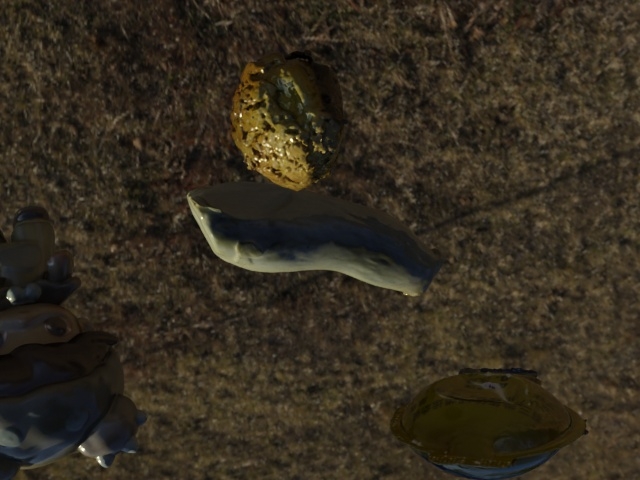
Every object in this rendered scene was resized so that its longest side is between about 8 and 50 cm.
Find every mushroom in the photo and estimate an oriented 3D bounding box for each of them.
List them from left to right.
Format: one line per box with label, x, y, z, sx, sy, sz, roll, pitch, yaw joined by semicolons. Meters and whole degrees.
mushroom;0.001;-0.002;0.900;0.351;0.097;0.109;11;99;-21

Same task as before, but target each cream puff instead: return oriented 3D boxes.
cream puff;-0.029;-0.105;0.650;0.104;0.133;0.119;-4;135;-11

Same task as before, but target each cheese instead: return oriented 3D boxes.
cheese;0.161;0.161;0.691;0.177;0.270;0.069;-3;96;19

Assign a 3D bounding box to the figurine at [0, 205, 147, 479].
figurine;-0.394;0.139;0.970;0.248;0.380;0.203;-10;154;-24
